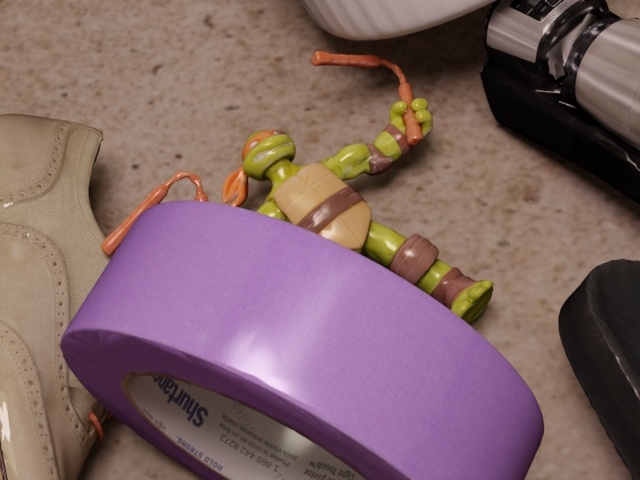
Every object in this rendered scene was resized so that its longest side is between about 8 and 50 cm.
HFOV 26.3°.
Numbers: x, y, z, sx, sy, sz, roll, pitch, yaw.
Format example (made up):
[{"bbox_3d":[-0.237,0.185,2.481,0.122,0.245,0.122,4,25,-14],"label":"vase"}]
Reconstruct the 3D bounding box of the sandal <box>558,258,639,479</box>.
[{"bbox_3d":[0.292,0.177,0.790,0.167,0.107,0.446,-5,54,-41],"label":"sandal"}]

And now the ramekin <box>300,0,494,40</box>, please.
[{"bbox_3d":[0.080,-0.265,0.998,0.277,0.135,0.277,-24,27,13],"label":"ramekin"}]

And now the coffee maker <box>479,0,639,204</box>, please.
[{"bbox_3d":[0.205,-0.090,0.963,0.120,0.171,0.178,-20,38,-29],"label":"coffee maker"}]

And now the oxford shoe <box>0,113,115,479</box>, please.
[{"bbox_3d":[-0.176,0.085,0.906,0.146,0.140,0.397,-5,70,-20],"label":"oxford shoe"}]

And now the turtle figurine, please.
[{"bbox_3d":[0.000,0.000,0.956,0.269,0.087,0.217,-33,74,-27],"label":"turtle figurine"}]

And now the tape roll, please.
[{"bbox_3d":[-0.012,0.093,0.804,0.274,0.275,0.090,23,66,16],"label":"tape roll"}]
